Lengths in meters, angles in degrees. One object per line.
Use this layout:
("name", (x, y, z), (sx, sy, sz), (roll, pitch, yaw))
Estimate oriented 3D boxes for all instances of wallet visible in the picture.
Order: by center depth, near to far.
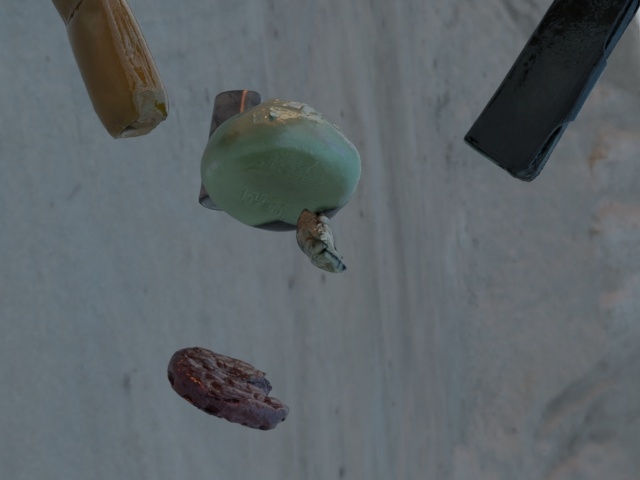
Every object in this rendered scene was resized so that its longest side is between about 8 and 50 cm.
("wallet", (0.346, -0.247, 1.503), (0.318, 0.045, 0.172), (-60, -147, 12))

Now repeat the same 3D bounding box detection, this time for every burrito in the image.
("burrito", (-0.002, 0.000, 1.600), (0.229, 0.063, 0.058), (-124, -146, -73))

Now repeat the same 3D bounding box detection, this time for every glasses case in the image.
("glasses case", (-0.194, -0.201, 2.212), (0.060, 0.114, 0.299), (76, 15, -54))

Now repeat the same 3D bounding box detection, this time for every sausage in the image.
("sausage", (-0.362, -0.343, 1.687), (0.134, 0.116, 0.354), (-37, -107, 50))

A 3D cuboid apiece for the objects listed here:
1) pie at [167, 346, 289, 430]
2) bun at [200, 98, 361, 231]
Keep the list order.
("pie", (-0.152, 0.238, 1.637), (0.219, 0.204, 0.054), (-119, -127, -77))
("bun", (-0.071, -0.149, 1.801), (0.283, 0.283, 0.179), (75, 14, -50))
